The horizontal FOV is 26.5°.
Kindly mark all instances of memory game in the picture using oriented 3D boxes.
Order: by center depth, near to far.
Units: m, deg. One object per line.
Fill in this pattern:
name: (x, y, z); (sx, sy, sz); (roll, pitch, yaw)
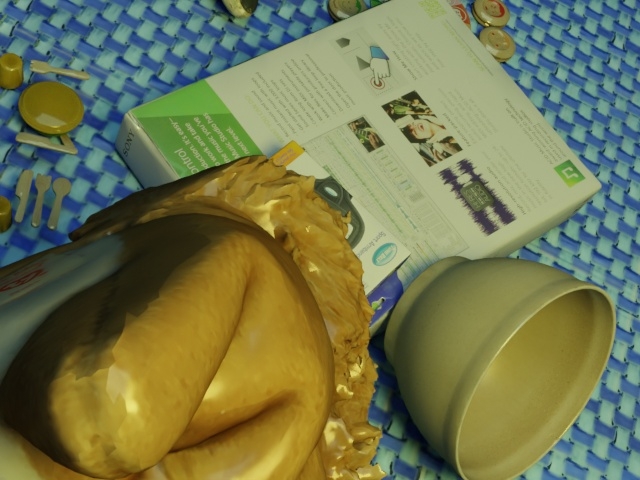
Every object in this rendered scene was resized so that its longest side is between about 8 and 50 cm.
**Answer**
memory game: (0.091, -0.205, 1.215); (0.186, 0.012, 0.186); (12, 54, -17)

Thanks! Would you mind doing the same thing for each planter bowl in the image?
planter bowl: (0.114, 0.077, 0.961); (0.162, 0.162, 0.109); (-26, 45, -35)

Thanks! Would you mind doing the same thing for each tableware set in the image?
tableware set: (-0.227, -0.071, 0.980); (0.104, 0.024, 0.154); (12, 56, -12)

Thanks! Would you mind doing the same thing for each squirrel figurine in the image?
squirrel figurine: (-0.053, 0.171, 0.701); (0.371, 0.281, 0.397); (66, 28, -13)

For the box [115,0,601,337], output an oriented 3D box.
box: (0.036, -0.057, 1.057); (0.322, 0.058, 0.232); (-27, 73, -34)

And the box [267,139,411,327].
box: (0.000, 0.000, 0.956); (0.136, 0.028, 0.081); (42, 55, 9)

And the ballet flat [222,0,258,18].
ballet flat: (-0.095, -0.256, 1.154); (0.057, 0.049, 0.173); (31, 34, -63)
